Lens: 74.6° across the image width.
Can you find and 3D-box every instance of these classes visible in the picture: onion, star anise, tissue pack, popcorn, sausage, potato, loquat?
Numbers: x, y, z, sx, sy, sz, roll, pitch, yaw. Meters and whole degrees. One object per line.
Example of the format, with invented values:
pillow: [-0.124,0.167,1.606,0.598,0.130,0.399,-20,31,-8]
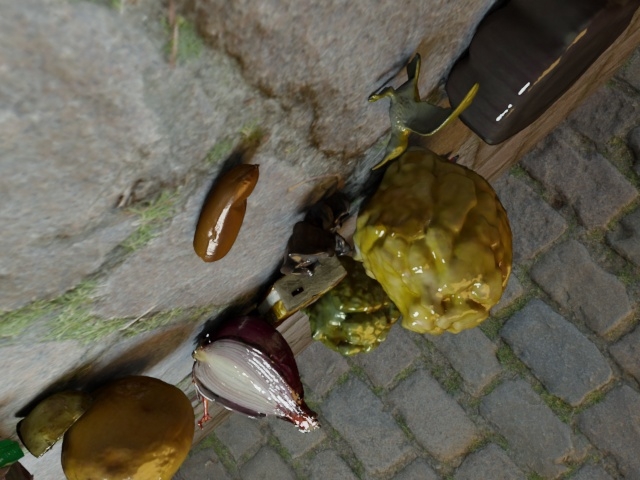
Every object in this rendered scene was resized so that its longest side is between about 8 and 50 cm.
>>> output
onion: [-0.136,0.319,1.038,0.267,0.348,0.159,-49,-172,37]
star anise: [0.000,0.001,0.841,0.198,0.110,0.258,-47,171,-19]
tissue pack: [-0.054,0.121,1.032,0.183,0.092,0.226,-29,169,-26]
popcorn: [0.251,-0.007,0.915,0.353,0.390,0.344,-21,144,-25]
sausage: [-0.126,-0.032,0.543,0.183,0.054,0.062,-57,-170,41]
popcorn: [0.081,0.184,1.253,0.274,0.335,0.279,-15,121,-12]
potato: [-0.420,0.275,0.676,0.103,0.066,0.096,-47,-169,-13]
loquat: [-0.353,0.360,0.784,0.238,0.238,0.193,-22,150,-50]

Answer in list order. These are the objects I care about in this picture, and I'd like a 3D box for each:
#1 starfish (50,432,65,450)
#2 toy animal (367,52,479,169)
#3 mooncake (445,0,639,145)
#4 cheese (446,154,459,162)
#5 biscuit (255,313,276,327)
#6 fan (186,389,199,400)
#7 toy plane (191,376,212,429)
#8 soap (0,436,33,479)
starfish: [-0.510,0.390,0.852,0.091,0.028,0.078,-37,159,-2]
toy animal: [0.111,-0.185,0.621,0.155,0.095,0.219,-42,-164,5]
mooncake: [0.366,-0.320,0.733,0.306,0.154,0.306,-38,165,-13]
cheese: [0.351,-0.211,1.226,0.145,0.038,0.095,-32,163,-27]
biscuit: [-0.175,0.253,1.239,0.273,0.049,0.257,-40,168,1]
fan: [-0.461,0.589,1.569,0.182,0.010,0.310,-34,163,-25]
toy plane: [-0.329,0.444,1.214,0.077,0.195,0.126,-5,172,-31]
soap: [-0.549,0.392,0.623,0.217,0.098,0.273,-29,161,-37]
